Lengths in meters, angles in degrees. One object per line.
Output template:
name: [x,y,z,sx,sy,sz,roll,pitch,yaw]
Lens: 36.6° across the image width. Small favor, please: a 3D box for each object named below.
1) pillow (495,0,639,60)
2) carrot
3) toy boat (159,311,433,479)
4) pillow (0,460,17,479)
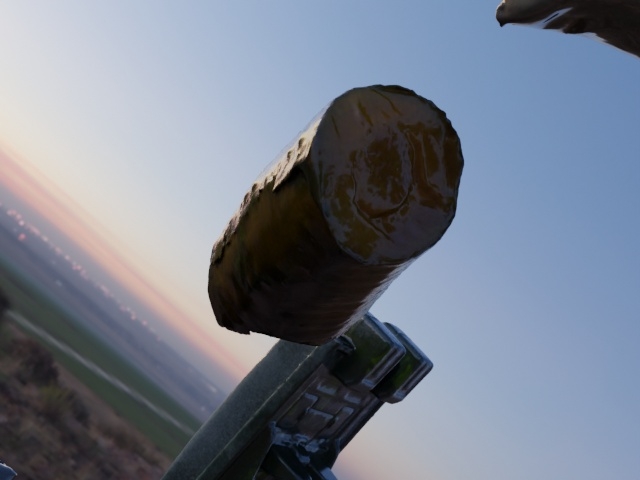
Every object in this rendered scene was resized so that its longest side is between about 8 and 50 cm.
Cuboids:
pillow: [0.222,-0.178,0.435,0.173,0.270,0.067,20,34,-20]
carrot: [0.000,0.000,0.431,0.082,0.082,0.173,41,-26,-4]
toy boat: [-0.054,0.181,0.704,0.092,0.319,0.141,44,5,29]
pillow: [-0.346,0.164,0.604,0.101,0.228,0.326,0,-42,22]
